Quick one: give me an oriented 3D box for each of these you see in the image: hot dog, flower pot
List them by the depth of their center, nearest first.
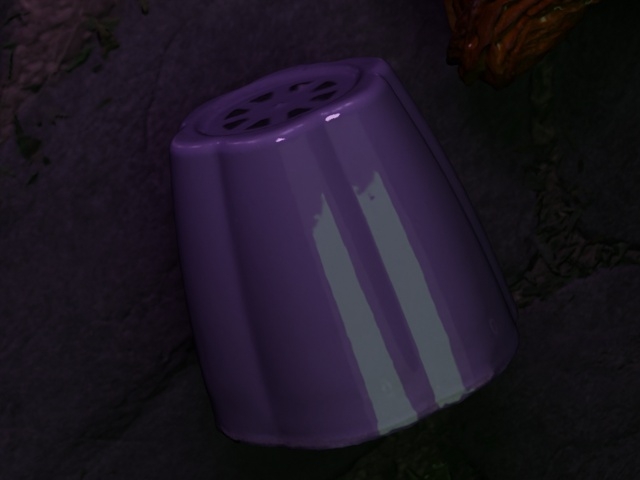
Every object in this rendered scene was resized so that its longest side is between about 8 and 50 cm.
[{"bbox_3d":[0.172,-0.235,1.270,0.114,0.175,0.259,27,123,-32],"label":"hot dog"},{"bbox_3d":[0.000,0.000,1.272,0.265,0.265,0.243,-27,113,-16],"label":"flower pot"}]
